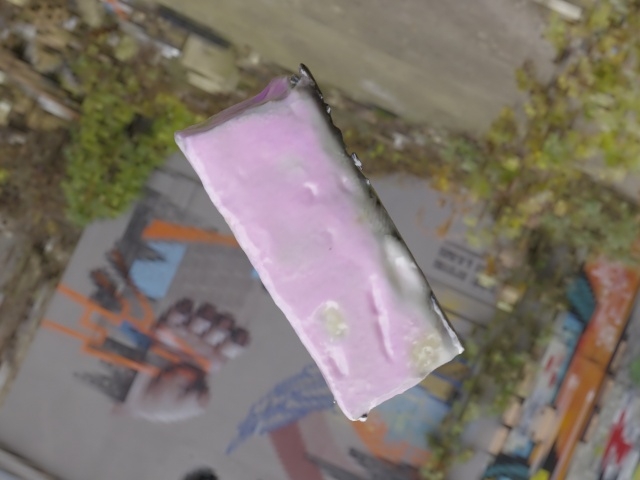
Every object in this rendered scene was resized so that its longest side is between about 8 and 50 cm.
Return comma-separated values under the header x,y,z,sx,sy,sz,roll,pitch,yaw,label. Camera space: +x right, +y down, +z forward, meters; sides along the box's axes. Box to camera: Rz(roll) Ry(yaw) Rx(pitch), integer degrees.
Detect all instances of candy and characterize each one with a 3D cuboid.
x,y,z,sx,sy,sz,roll,pitch,yaw,label
0.000,0.000,1.146,0.265,0.115,0.155,59,176,-7,candy
